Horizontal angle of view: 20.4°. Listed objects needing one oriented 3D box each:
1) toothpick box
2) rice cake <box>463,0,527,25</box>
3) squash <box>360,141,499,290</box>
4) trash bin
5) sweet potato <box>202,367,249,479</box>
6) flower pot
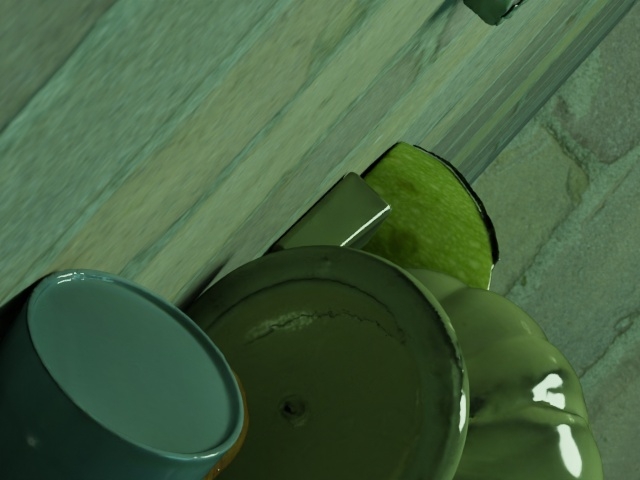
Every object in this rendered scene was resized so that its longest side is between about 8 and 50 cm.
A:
[{"bbox_3d":[-0.112,0.099,0.722,0.153,0.101,0.101,-50,175,26],"label":"toothpick box"},{"bbox_3d":[0.145,-0.184,1.132,0.033,0.033,0.207,-49,176,39],"label":"rice cake"},{"bbox_3d":[0.041,0.015,1.390,0.192,0.184,0.085,-51,136,5],"label":"squash"},{"bbox_3d":[0.000,0.000,1.294,0.092,0.043,0.061,-40,172,-35],"label":"trash bin"},{"bbox_3d":[-0.132,0.139,0.954,0.252,0.097,0.097,-37,169,-45],"label":"sweet potato"},{"bbox_3d":[0.021,0.145,1.166,0.307,0.307,0.244,-48,148,-3],"label":"flower pot"}]
